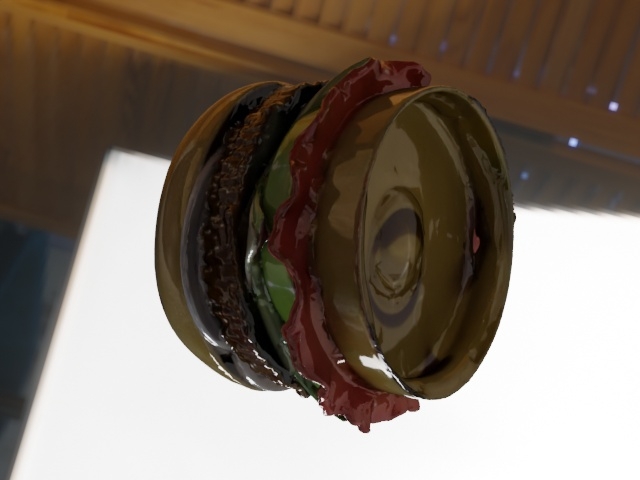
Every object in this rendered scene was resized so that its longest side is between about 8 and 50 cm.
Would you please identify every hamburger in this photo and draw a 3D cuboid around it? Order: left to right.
[{"bbox_3d":[-0.001,-0.002,0.675,0.175,0.137,0.175,-10,101,-59],"label":"hamburger"}]
